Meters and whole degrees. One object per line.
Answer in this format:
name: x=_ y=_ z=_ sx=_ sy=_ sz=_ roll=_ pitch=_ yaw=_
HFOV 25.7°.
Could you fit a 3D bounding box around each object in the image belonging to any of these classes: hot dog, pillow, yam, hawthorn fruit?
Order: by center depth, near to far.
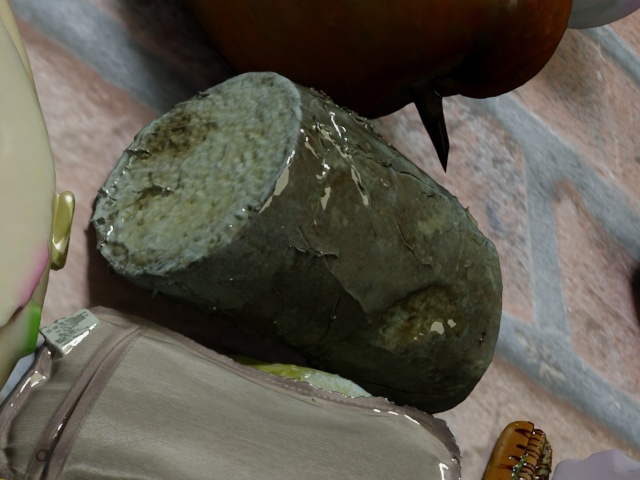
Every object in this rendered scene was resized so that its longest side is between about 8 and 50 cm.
pillow: x=-0.044 y=0.104 z=0.691 sx=0.232 sy=0.038 sz=0.131 roll=18 pitch=42 yaw=5
yam: x=0.000 y=0.000 z=0.835 sx=0.254 sy=0.154 sz=0.154 roll=28 pitch=46 yaw=-38
hawthorn fruit: x=0.041 y=-0.191 z=0.920 sx=0.267 sy=0.267 sz=0.301 roll=-31 pitch=101 yaw=-56
hot dog: x=0.141 y=0.169 z=0.991 sx=0.049 sy=0.037 sz=0.122 roll=49 pitch=34 yaw=-13

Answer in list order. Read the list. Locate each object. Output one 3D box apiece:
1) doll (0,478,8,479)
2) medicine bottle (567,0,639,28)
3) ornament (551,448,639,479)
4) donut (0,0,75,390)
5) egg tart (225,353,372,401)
doll: x=-0.159 y=0.214 z=0.505 sx=0.145 sy=0.103 sz=0.316 roll=51 pitch=24 yaw=-42
medicine bottle: x=0.169 y=-0.336 z=1.233 sx=0.325 sy=0.212 sz=0.212 roll=21 pitch=51 yaw=-44
ornament: x=0.278 y=0.282 z=0.884 sx=0.240 sy=0.239 sz=0.239 roll=47 pitch=46 yaw=-21
donut: x=-0.248 y=-0.058 z=0.539 sx=0.307 sy=0.150 sz=0.371 roll=3 pitch=65 yaw=-53
egg tart: x=-0.011 y=0.144 z=0.773 sx=0.197 sy=0.078 sz=0.197 roll=29 pitch=46 yaw=-35
